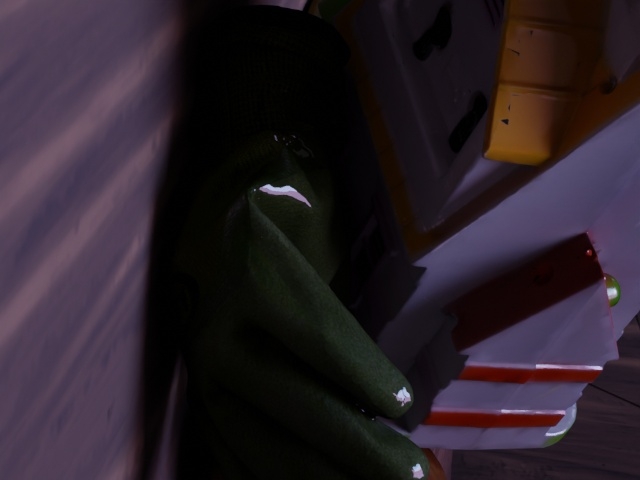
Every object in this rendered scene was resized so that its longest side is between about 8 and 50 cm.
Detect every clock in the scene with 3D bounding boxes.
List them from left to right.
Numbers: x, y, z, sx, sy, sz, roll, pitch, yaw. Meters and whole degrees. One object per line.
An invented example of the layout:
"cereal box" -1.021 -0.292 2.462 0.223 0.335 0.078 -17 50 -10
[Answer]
"clock" 0.111 -0.077 0.948 0.309 0.166 0.235 121 -37 -45

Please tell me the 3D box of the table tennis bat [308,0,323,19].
"table tennis bat" 0.000 0.000 1.265 0.198 0.050 0.320 56 36 -80

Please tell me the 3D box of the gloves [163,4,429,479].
"gloves" -0.019 0.021 0.910 0.135 0.107 0.268 61 17 -69

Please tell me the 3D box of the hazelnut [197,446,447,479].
"hazelnut" -0.005 0.147 1.009 0.143 0.143 0.154 4 109 -82
